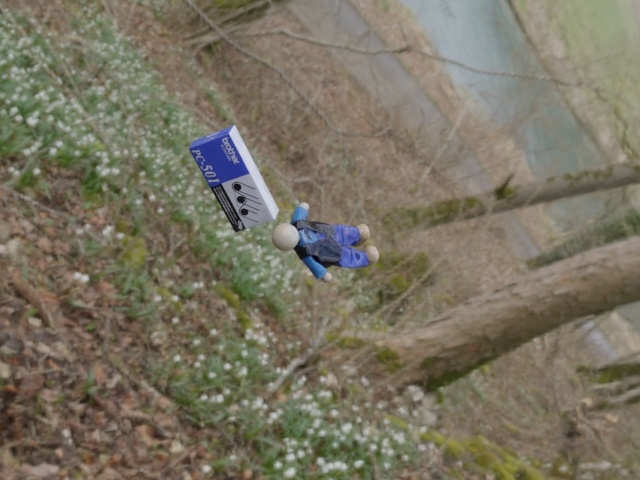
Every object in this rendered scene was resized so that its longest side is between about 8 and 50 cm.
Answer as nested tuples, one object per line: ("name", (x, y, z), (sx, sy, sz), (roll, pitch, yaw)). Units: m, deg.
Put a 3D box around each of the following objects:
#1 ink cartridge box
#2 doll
("ink cartridge box", (-0.174, -0.122, 1.659), (0.046, 0.097, 0.207), (-72, 141, -58))
("doll", (0.000, 0.000, 1.155), (0.189, 0.046, 0.129), (4, 58, -48))
